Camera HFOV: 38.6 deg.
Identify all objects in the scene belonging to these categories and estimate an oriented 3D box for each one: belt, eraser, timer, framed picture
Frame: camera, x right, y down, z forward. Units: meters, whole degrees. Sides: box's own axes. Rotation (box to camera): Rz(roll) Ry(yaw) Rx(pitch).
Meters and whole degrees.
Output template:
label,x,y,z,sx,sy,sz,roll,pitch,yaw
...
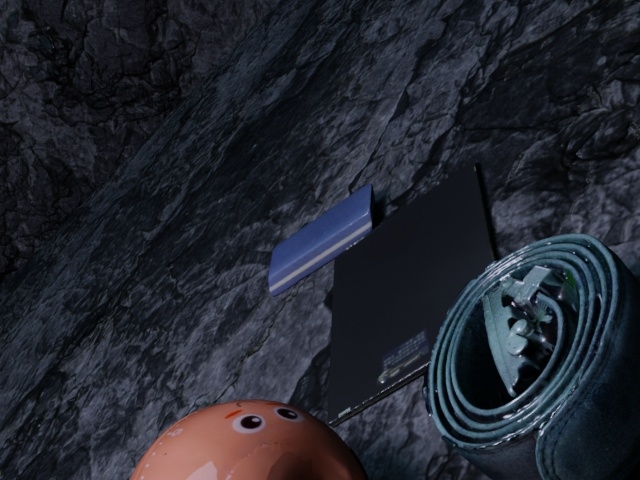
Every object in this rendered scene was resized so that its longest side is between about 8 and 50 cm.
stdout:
label,x,y,z,sx,sy,sz,roll,pitch,yaw
belt,0.197,0.114,0.792,0.206,0.116,0.267,-35,24,30
eraser,0.000,0.000,1.376,0.225,0.036,0.082,-34,27,26
timer,-0.066,0.262,0.848,0.215,0.229,0.229,-21,35,45
framed picture,0.110,0.055,1.147,0.255,0.014,0.338,-36,26,23
